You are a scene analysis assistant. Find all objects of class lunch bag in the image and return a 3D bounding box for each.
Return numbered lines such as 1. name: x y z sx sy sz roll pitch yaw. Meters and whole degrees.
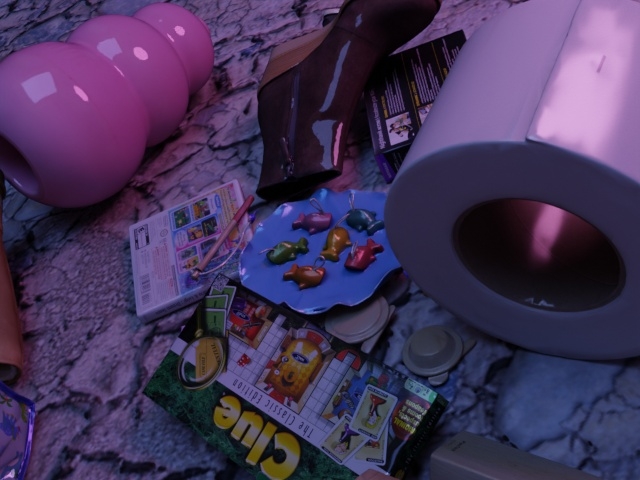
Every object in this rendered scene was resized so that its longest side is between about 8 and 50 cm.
1. lunch bag: -0.352 0.218 0.811 0.128 0.096 0.151 -12 58 12

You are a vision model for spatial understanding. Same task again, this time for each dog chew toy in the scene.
1. dog chew toy: -0.264 -0.191 1.100 0.206 0.207 0.332 17 50 38

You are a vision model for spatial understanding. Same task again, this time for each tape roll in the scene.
1. tape roll: 0.192 -0.045 0.681 0.246 0.246 0.169 6 50 31

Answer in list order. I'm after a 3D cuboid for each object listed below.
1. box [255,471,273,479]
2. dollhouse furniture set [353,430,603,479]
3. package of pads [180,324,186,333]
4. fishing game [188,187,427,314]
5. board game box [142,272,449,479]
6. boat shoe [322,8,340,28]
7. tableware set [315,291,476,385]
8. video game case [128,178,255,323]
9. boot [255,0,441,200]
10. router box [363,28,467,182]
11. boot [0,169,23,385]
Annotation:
1. box: -0.020 0.255 0.589 0.043 0.105 0.179 -7 33 -27
2. dollhouse furniture set: 0.099 0.231 0.613 0.144 0.123 0.151 13 20 35
3. package of pads: -0.098 0.100 0.839 0.083 0.032 0.050 -15 47 14
4. fishing game: 0.000 0.000 0.861 0.264 0.041 0.189 5 44 29
5. board game box: -0.032 0.134 0.738 0.259 0.030 0.136 24 80 36
6. boat shoe: 0.066 -0.283 1.135 0.133 0.049 0.042 -1 75 17
7. tableware set: 0.044 0.112 0.766 0.168 0.020 0.141 21 59 42
8. video game case: -0.143 0.008 0.965 0.143 0.019 0.157 -23 41 3
9. boot: 0.030 -0.162 0.961 0.248 0.090 0.207 -19 57 35
10. router box: 0.119 -0.156 0.975 0.133 0.046 0.179 -18 42 12
11. boot: -0.454 0.035 0.943 0.236 0.089 0.270 -5 57 -14
